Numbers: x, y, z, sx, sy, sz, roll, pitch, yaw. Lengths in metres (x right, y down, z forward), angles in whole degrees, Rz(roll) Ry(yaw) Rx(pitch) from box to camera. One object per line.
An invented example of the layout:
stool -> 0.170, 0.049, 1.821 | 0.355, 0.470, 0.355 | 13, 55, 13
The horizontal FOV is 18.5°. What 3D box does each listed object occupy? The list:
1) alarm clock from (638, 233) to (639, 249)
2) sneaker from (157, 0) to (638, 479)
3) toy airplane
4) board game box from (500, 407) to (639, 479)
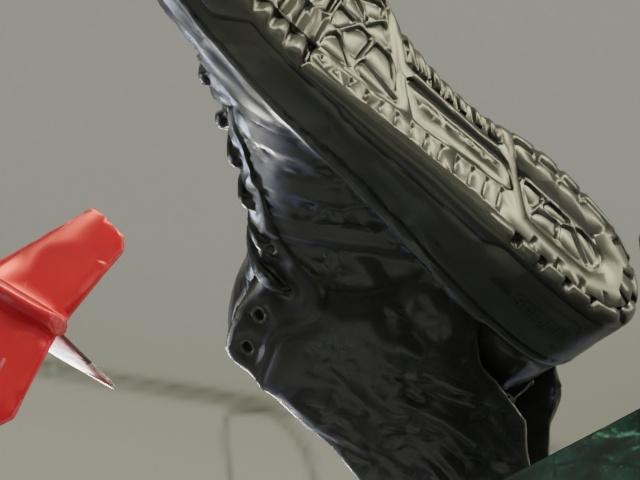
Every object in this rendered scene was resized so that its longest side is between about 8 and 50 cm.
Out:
alarm clock -> 0.090, 0.024, 0.198 | 0.064, 0.129, 0.192 | -22, -31, 22
sneaker -> 0.001, -0.001, 0.429 | 0.170, 0.051, 0.089 | 44, -54, -10
toy airplane -> -0.120, 0.000, 0.534 | 0.151, 0.151, 0.028 | -1, -21, -12
board game box -> 0.093, 0.061, 0.388 | 0.186, 0.026, 0.126 | -31, -36, 18
